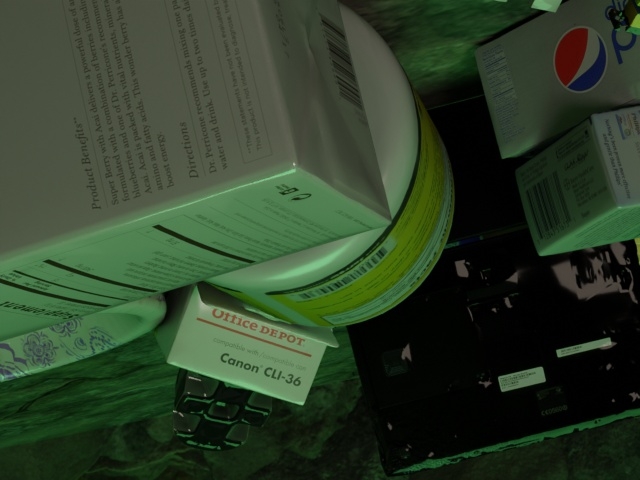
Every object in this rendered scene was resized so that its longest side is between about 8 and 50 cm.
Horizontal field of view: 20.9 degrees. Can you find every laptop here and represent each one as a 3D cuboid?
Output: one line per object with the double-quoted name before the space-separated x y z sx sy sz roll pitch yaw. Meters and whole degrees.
"laptop" 0.132 0.024 1.397 0.234 0.264 0.136 -15 -172 4

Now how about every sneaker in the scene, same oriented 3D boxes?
"sneaker" -0.062 0.054 1.698 0.122 0.146 0.330 19 132 -23

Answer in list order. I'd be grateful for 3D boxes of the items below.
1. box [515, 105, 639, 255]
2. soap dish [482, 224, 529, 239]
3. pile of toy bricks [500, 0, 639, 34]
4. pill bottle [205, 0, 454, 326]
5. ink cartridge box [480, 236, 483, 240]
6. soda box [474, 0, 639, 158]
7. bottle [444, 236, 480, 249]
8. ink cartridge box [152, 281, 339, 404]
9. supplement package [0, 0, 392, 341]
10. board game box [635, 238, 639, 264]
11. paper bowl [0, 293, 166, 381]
"box" 0.233 -0.049 1.252 0.137 0.072 0.126 -10 168 -22
"soap dish" 0.227 -0.008 1.808 0.229 0.118 0.291 -20 168 28
"pile of toy bricks" 0.189 -0.188 0.978 0.212 0.118 0.105 8 133 -21
"pill bottle" -0.009 -0.041 1.178 0.188 0.188 0.334 -15 169 7
"ink cartridge box" 0.105 0.054 1.691 0.145 0.179 0.045 -20 -169 30
"soda box" 0.249 -0.145 1.223 0.098 0.091 0.286 -4 165 -44
"bottle" 0.000 0.000 1.493 0.283 0.092 0.118 14 164 -29
"ink cartridge box" -0.064 0.065 1.332 0.115 0.067 0.198 18 -172 -15
"supplement package" -0.138 -0.062 0.943 0.293 0.177 0.175 -16 167 15
"board game box" 0.329 0.012 1.605 0.233 0.078 0.347 -11 131 0
"paper bowl" -0.264 0.020 1.273 0.284 0.148 0.284 -14 168 -3
